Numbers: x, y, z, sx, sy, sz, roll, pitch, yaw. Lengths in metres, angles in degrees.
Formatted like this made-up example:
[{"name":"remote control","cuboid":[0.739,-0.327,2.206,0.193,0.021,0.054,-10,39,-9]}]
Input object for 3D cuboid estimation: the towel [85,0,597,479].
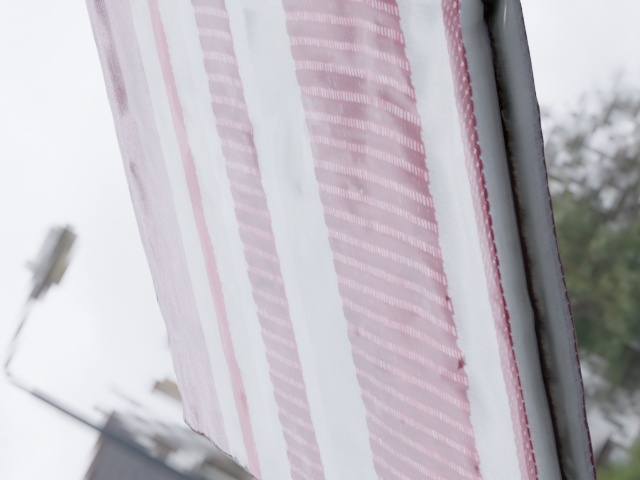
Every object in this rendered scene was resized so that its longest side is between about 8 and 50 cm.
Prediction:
[{"name":"towel","cuboid":[0.000,0.000,0.687,0.037,0.329,0.237,-19,-70,-20]}]
